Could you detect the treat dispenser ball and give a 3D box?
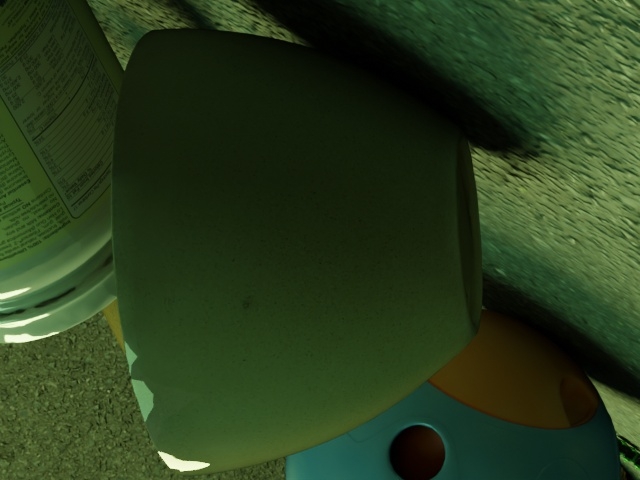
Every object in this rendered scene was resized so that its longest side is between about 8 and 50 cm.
[{"bbox_3d":[0.114,0.199,1.699,0.288,0.288,0.288,34,172,5],"label":"treat dispenser ball"}]

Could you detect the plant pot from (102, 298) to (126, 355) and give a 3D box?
[{"bbox_3d":[-0.150,0.029,2.117,0.254,0.237,0.237,48,175,14],"label":"plant pot"}]

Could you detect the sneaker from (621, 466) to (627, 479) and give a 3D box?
[{"bbox_3d":[0.298,0.275,2.173,0.084,0.069,0.185,22,165,38],"label":"sneaker"}]

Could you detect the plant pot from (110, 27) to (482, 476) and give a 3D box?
[{"bbox_3d":[0.000,0.000,1.238,0.191,0.284,0.284,-5,162,11],"label":"plant pot"}]

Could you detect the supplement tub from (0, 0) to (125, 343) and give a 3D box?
[{"bbox_3d":[-0.261,-0.103,1.406,0.235,0.235,0.325,28,155,40],"label":"supplement tub"}]

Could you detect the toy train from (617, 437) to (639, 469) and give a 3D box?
[{"bbox_3d":[0.300,0.207,1.959,0.083,0.017,0.024,35,-178,-6],"label":"toy train"}]
